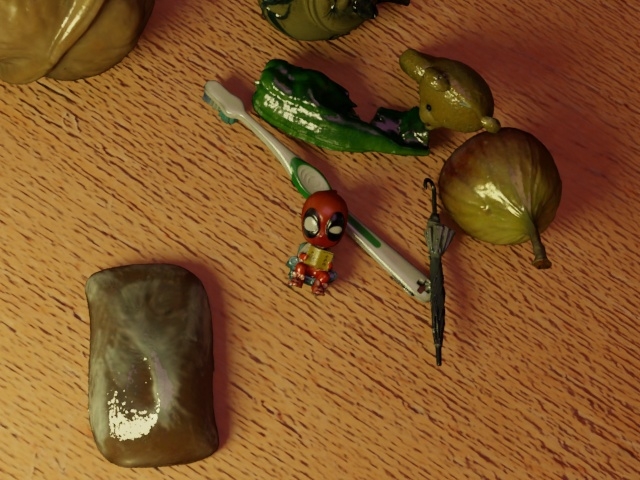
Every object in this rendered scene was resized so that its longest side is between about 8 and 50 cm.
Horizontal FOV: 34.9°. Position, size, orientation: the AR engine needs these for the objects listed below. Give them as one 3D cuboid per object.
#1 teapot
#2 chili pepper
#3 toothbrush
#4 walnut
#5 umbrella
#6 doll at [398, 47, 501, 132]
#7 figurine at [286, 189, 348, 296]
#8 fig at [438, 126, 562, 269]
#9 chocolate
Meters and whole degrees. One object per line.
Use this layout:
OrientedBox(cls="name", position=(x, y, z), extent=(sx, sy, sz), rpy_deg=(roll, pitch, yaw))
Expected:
OrientedBox(cls="teapot", position=(0.021, -0.344, 1.375), extent=(0.269, 0.173, 0.182), rpy_deg=(0, 26, -38))
OrientedBox(cls="chili pepper", position=(0.029, -0.168, 1.374), extent=(0.253, 0.083, 0.099), rpy_deg=(18, 60, -6))
OrientedBox(cls="toothbrush", position=(-0.003, -0.067, 1.352), extent=(0.418, 0.040, 0.042), rpy_deg=(42, 64, 7))
OrientedBox(cls="walnut", position=(-0.352, -0.332, 1.277), extent=(0.296, 0.285, 0.285), rpy_deg=(14, 63, -45))
OrientedBox(cls="umbrella", position=(0.158, 0.039, 1.334), extent=(0.044, 0.044, 0.269), rpy_deg=(-18, 61, 33))
OrientedBox(cls="doll", position=(0.161, -0.199, 1.362), extent=(0.137, 0.209, 0.097), rpy_deg=(28, 104, -19))
OrientedBox(cls="figurine", position=(0.000, 0.000, 1.305), extent=(0.068, 0.075, 0.140), rpy_deg=(17, 86, -2))
OrientedBox(cls="fig", position=(0.248, -0.034, 1.318), extent=(0.160, 0.143, 0.230), rpy_deg=(-4, 60, -15))
OrientedBox(cls="chocolate", position=(-0.204, 0.141, 1.226), extent=(0.157, 0.080, 0.253), rpy_deg=(-3, 71, -10))
